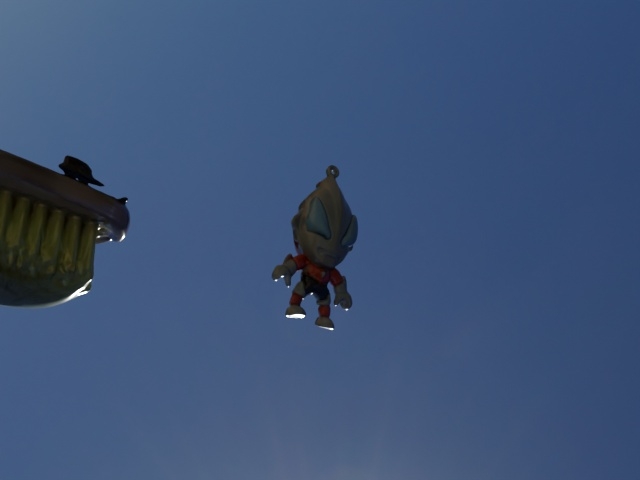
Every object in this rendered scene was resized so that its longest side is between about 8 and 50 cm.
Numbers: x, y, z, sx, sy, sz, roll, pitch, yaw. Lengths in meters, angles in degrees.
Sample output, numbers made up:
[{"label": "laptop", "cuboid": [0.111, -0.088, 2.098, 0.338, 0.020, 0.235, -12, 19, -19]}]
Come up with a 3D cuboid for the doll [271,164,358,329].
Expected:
[{"label": "doll", "cuboid": [0.001, 0.000, 0.663, 0.039, 0.057, 0.114, 118, -18, -67]}]

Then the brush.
[{"label": "brush", "cuboid": [-0.220, -0.036, 0.410, 0.072, 0.313, 0.067, -22, -126, 44]}]
